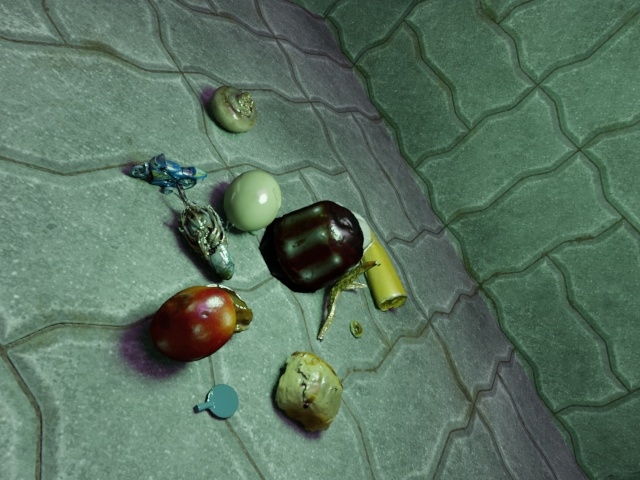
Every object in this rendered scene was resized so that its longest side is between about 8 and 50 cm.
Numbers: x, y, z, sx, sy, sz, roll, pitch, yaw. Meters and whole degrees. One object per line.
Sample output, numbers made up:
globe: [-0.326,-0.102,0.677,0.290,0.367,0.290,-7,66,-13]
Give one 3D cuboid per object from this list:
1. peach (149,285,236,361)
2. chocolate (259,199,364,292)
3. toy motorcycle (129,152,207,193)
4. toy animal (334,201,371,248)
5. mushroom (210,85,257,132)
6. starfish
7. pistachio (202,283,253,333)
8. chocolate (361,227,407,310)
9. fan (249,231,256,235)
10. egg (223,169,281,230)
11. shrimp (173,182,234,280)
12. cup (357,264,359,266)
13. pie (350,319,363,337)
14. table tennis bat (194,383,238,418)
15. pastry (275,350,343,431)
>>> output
peach: [-0.357,0.233,1.298,0.199,0.243,0.243,55,31,14]
chocolate: [0.000,0.000,1.896,0.384,0.331,0.383,30,43,-33]
toy motorcycle: [-0.518,-0.235,1.594,0.254,0.135,0.092,9,55,-49]
toy animal: [0.134,-0.040,2.218,0.265,0.206,0.271,20,44,-38]
mushroom: [-0.377,-0.589,2.052,0.226,0.178,0.226,23,54,-35]
starfish: [0.128,0.195,1.960,0.132,0.384,0.398,41,17,6]
pistachio: [-0.312,0.220,1.478,0.210,0.130,0.165,32,45,-14]
chocolate: [0.290,0.131,2.340,0.162,0.162,0.445,15,46,-46]
fan: [-0.284,-0.103,1.899,0.038,0.016,0.193,26,44,-43]
egg: [-0.261,-0.156,1.786,0.219,0.219,0.269,37,38,-27]
shrimp: [-0.378,-0.040,1.572,0.137,0.172,0.372,-125,-170,-76]
cup: [0.130,0.129,2.199,0.116,0.074,0.104,47,62,-7]
pie: [0.160,0.391,2.041,0.084,0.021,0.084,34,38,-32]
table tennis bat: [-0.303,0.478,1.362,0.155,0.019,0.100,4,59,-53]
pastry: [-0.013,0.502,1.584,0.256,0.170,0.237,48,36,-22]
